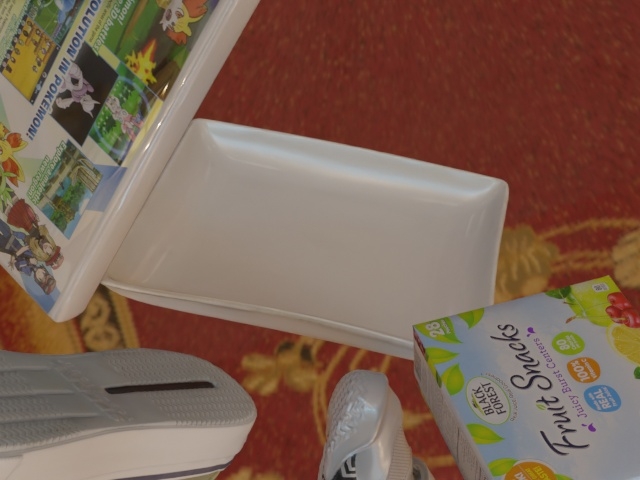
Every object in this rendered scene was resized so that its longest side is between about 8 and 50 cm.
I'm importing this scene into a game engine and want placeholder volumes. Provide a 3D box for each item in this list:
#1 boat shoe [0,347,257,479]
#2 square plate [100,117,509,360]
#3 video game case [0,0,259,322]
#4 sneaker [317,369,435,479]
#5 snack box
[{"bbox_3d":[-0.154,0.111,0.684,0.302,0.109,0.094,8,113,-46],"label":"boat shoe"},{"bbox_3d":[0.000,0.000,1.351,0.347,0.344,0.049,12,120,4],"label":"square plate"},{"bbox_3d":[-0.216,-0.153,1.020,0.300,0.036,0.329,44,123,16],"label":"video game case"},{"bbox_3d":[0.105,0.269,1.281,0.210,0.137,0.365,2,125,4],"label":"sneaker"},{"bbox_3d":[0.183,0.130,1.059,0.175,0.207,0.070,-13,128,-10],"label":"snack box"}]
